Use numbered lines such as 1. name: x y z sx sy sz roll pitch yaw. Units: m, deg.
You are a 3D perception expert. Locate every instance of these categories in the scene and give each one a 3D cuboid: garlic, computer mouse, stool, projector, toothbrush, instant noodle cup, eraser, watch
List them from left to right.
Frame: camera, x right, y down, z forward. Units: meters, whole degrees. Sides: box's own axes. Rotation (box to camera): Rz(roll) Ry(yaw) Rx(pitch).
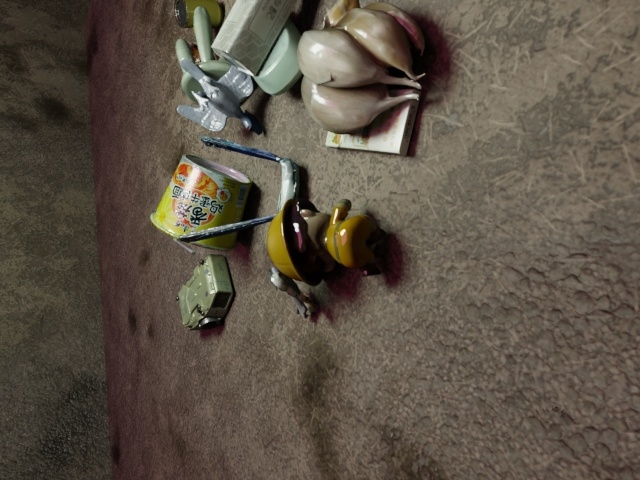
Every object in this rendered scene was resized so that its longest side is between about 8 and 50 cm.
1. toothbrush: -0.518 0.016 1.626 0.194 0.014 0.017 26 108 48
2. projector: -0.377 0.188 1.393 0.269 0.088 0.194 -46 52 39
3. instant noodle cup: -0.326 -0.115 1.228 0.264 0.264 0.200 36 109 45
4. stool: -0.309 -0.522 1.255 0.195 0.195 0.199 -25 68 47
5. watch: -0.197 -0.098 1.072 0.274 0.068 0.277 13 95 5
6. computer mouse: -0.117 -0.483 1.097 0.159 0.097 0.289 -42 50 24
7. eraser: -0.105 -0.592 1.000 0.098 0.096 0.404 37 99 44
8. garlic: 0.071 -0.332 0.825 0.210 0.237 0.292 69 -177 -50

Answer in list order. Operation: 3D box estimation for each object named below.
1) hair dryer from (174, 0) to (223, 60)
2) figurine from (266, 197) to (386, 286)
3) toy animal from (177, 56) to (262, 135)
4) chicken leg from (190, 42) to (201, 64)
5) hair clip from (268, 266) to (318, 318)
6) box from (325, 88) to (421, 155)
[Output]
1. hair dryer: -0.371 -0.649 1.413 0.090 0.134 0.279 -6 101 50
2. figurine: -0.004 0.001 0.883 0.256 0.167 0.193 -5 97 50
3. toy animal: -0.270 -0.380 1.159 0.239 0.176 0.255 -37 87 21
4. chicken leg: -0.435 -0.620 1.524 0.089 0.048 0.219 -23 71 44
5. hair clip: -0.069 0.113 0.969 0.049 0.172 0.116 -44 34 -8
6. box: 0.098 -0.243 0.877 0.220 0.032 0.122 20 102 50
